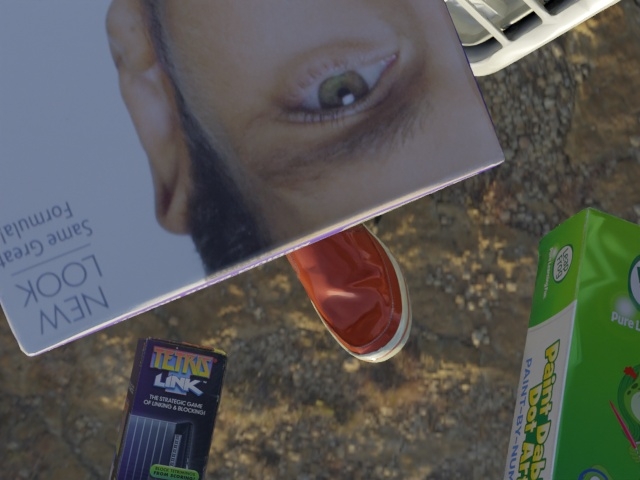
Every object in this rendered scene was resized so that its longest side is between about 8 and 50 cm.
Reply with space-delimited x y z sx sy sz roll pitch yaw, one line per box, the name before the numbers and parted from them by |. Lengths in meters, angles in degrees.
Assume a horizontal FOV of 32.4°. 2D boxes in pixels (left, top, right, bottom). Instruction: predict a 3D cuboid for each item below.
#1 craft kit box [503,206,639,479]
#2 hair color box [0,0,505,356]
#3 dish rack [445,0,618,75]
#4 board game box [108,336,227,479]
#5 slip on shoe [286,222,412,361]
craft kit box | 0.211 0.138 0.540 0.249 0.247 0.061 19 153 -11
hair color box | -0.084 -0.149 0.414 0.185 0.110 0.339 -23 94 -8
dish rack | 0.086 -0.291 0.882 0.332 0.072 0.285 35 154 -16
board game box | -0.098 0.129 0.645 0.048 0.170 0.141 11 82 -10
slip on shoe | 0.000 0.000 1.307 0.123 0.101 0.331 -38 63 24
